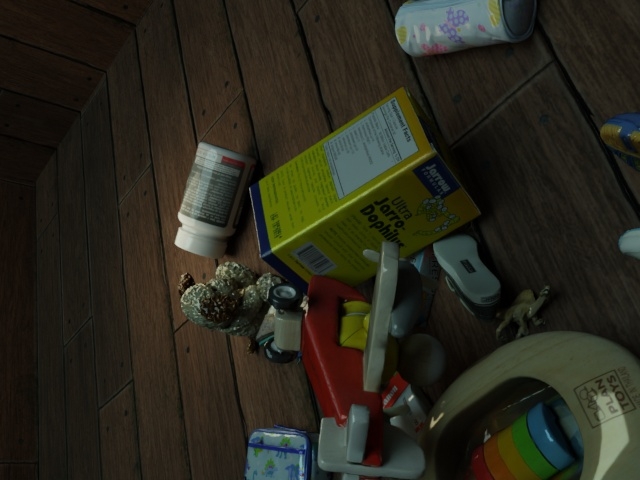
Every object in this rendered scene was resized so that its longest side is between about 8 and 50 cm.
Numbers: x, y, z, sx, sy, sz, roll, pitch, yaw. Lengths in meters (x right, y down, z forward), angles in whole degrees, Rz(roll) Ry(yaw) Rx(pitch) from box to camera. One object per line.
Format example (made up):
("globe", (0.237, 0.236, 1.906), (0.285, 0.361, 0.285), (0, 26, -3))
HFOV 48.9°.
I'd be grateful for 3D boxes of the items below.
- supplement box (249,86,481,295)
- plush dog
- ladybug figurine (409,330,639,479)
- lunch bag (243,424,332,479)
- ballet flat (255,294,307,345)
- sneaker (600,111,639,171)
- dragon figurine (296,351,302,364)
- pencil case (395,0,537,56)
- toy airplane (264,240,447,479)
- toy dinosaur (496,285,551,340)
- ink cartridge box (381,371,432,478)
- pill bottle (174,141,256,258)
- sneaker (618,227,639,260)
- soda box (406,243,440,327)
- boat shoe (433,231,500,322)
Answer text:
("supplement box", (0.074, -0.073, 1.293), (0.356, 0.195, 0.194), (-31, 44, 18))
("plush dog", (-0.227, 0.157, 1.676), (0.262, 0.225, 0.211), (13, 90, 51))
("ladybug figurine", (0.318, 0.306, 1.012), (0.449, 0.162, 0.305), (-45, 47, 35))
("lunch bag", (-0.073, 0.487, 1.503), (0.219, 0.090, 0.176), (-9, 70, 48))
("ballet flat", (-0.039, 0.146, 1.487), (0.316, 0.107, 0.106), (-25, 69, 48))
("sneaker", (0.533, -0.146, 0.952), (0.296, 0.112, 0.131), (25, 81, 50))
("dragon figurine", (0.041, 0.276, 1.421), (0.144, 0.085, 0.289), (-61, 37, 22))
("pencil case", (0.266, -0.415, 1.321), (0.273, 0.124, 0.113), (8, 86, 52))
("toy airplane", (0.084, 0.214, 1.101), (0.386, 0.272, 0.384), (142, 121, -69))
("toy dinosaur", (0.323, 0.125, 1.164), (0.183, 0.053, 0.093), (-30, 39, 57))
("ink cartridge box", (0.137, 0.328, 1.326), (0.145, 0.045, 0.179), (-58, 45, 21))
("pill bottle", (-0.285, -0.106, 1.876), (0.161, 0.161, 0.283), (24, 98, 51))
("sneaker", (0.497, 0.040, 0.934), (0.228, 0.087, 0.092), (22, 99, 53))
("soda box", (0.182, 0.068, 1.334), (0.063, 0.058, 0.183), (15, 92, 51))
("boat shoe", (0.250, 0.060, 1.228), (0.219, 0.077, 0.070), (-105, 5, -58))
